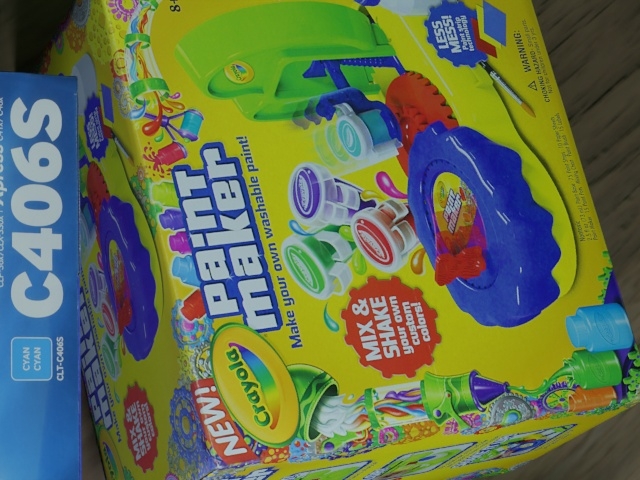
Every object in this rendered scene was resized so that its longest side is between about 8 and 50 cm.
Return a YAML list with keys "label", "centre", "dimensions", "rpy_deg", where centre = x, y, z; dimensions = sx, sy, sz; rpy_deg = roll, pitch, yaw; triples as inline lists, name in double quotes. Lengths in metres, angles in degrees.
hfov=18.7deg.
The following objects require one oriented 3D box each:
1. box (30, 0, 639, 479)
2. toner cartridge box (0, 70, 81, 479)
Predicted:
- label: "box"
  centre: [0.000, 0.000, 1.150]
  dimensions: [0.279, 0.177, 0.290]
  rpy_deg: [-7, 73, -27]
- label: "toner cartridge box"
  centre: [-0.196, 0.090, 1.078]
  dimensions: [0.075, 0.165, 0.348]
  rpy_deg: [2, 82, -28]
